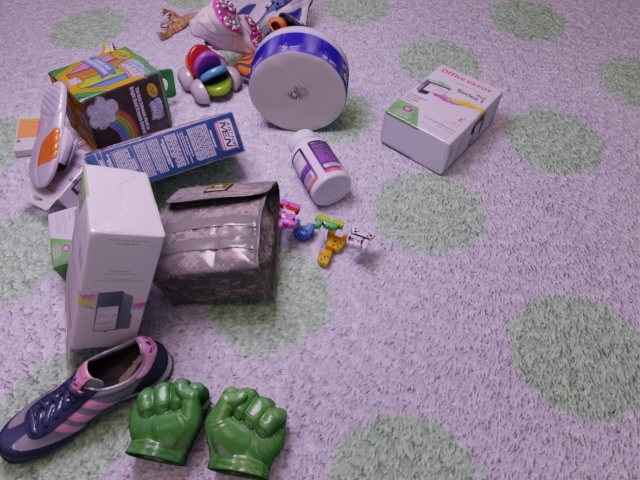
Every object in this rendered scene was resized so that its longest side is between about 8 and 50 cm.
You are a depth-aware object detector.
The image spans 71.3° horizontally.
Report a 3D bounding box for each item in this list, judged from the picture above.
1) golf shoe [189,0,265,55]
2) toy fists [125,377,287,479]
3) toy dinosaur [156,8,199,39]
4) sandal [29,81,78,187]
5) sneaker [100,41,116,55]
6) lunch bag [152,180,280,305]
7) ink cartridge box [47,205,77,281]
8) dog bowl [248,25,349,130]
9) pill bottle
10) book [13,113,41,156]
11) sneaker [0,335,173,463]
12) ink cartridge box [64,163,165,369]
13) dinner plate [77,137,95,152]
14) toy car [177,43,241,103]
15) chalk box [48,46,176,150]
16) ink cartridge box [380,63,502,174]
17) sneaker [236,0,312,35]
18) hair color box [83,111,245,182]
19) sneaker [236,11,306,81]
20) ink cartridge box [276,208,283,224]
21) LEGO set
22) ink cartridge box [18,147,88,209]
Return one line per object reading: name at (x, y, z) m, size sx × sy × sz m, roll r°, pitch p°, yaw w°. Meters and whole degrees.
golf shoe at (-0.271, -0.627, 1.363) m, size 0.140 × 0.306 × 0.115 m, roll -14°, pitch 82°, yaw 23°
toy fists at (-0.200, 0.320, 0.786) m, size 0.279 × 0.096 × 0.142 m, roll 6°, pitch 55°, yaw 7°
toy dinosaur at (-0.500, -0.780, 1.587) m, size 0.112 × 0.064 × 0.211 m, roll 44°, pitch 75°, yaw 7°
sandal at (-0.633, -0.252, 1.089) m, size 0.102 × 0.076 × 0.265 m, roll 2°, pitch 82°, yaw 29°
sneaker at (-0.677, -0.550, 1.407) m, size 0.094 × 0.081 × 0.208 m, roll -19°, pitch 57°, yaw -9°
lunch bag at (-0.214, -0.021, 0.971) m, size 0.235 × 0.169 × 0.287 m, roll -4°, pitch 55°, yaw 7°
ink cartridge box at (-0.486, -0.014, 1.022) m, size 0.219 × 0.092 × 0.160 m, roll -19°, pitch 56°, yaw -12°
dog bowl at (-0.057, -0.424, 1.198) m, size 0.265 × 0.265 × 0.104 m, roll 3°, pitch 57°, yaw 3°
pill bottle at (-0.010, -0.191, 1.130) m, size 0.108 × 0.108 × 0.193 m, roll -21°, pitch 58°, yaw -13°
book at (-0.806, -0.303, 1.267) m, size 0.096 × 0.035 × 0.144 m, roll -9°, pitch 56°, yaw -9°
sneaker at (-0.435, 0.270, 0.802) m, size 0.319 × 0.131 × 0.112 m, roll -32°, pitch 61°, yaw -19°
ink cartridge box at (-0.409, 0.061, 0.858) m, size 0.119 × 0.353 × 0.207 m, roll 4°, pitch 38°, yaw -34°
dinner plate at (-0.630, -0.238, 1.228) m, size 0.141 × 0.017 × 0.141 m, roll 0°, pitch 54°, yaw 0°
toy car at (-0.339, -0.512, 1.341) m, size 0.159 × 0.136 × 0.182 m, roll -32°, pitch 61°, yaw -20°
chalk box at (-0.540, -0.399, 1.233) m, size 0.179 × 0.180 × 0.289 m, roll 39°, pitch 57°, yaw 24°
ink cartridge box at (0.331, -0.339, 1.221) m, size 0.201 × 0.117 × 0.278 m, roll 35°, pitch 62°, yaw 22°
sneaker at (-0.143, -0.745, 1.512) m, size 0.315 × 0.182 × 0.127 m, roll -37°, pitch 56°, yaw 11°
hair color box at (-0.380, -0.219, 1.104) m, size 0.347 × 0.105 × 0.174 m, roll -22°, pitch 20°, yaw -17°
sneaker at (-0.130, -0.552, 1.273) m, size 0.321 × 0.180 × 0.124 m, roll 9°, pitch 63°, yaw 28°
ink cartridge box at (-0.117, -0.044, 1.077) m, size 0.083 × 0.028 × 0.048 m, roll -36°, pitch 62°, yaw -21°
LEGO set at (0.000, 0.000, 1.015) m, size 0.227 × 0.087 × 0.093 m, roll 19°, pitch 60°, yaw 6°
ink cartridge box at (-0.651, -0.149, 1.131) m, size 0.104 × 0.060 × 0.180 m, roll 24°, pitch 68°, yaw 16°
